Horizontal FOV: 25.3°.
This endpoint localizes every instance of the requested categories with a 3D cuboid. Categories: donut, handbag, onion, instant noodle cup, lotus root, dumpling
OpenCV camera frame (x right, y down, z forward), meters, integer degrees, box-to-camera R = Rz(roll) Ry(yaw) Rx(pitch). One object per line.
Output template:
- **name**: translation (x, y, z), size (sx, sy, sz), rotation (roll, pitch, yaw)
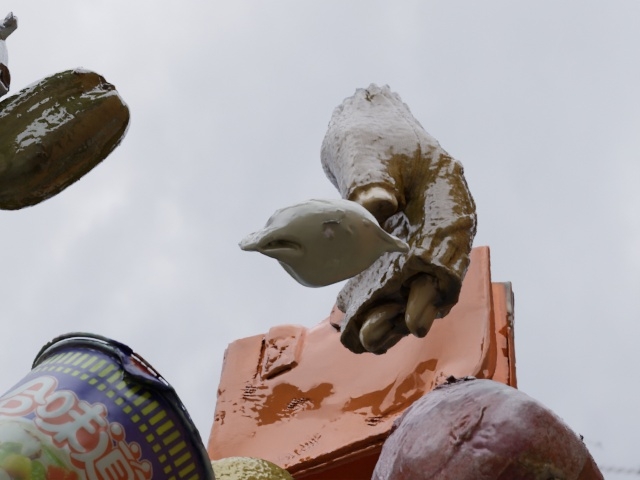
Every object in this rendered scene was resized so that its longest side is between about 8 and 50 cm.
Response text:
- **donut**: translation (-0.129, 0.311, 1.633), size (0.217, 0.085, 0.141), rotation (-26, -33, 8)
- **handbag**: translation (0.051, 0.186, 1.798), size (0.410, 0.304, 0.116), rotation (-23, -54, 22)
- **onion**: translation (0.093, 0.188, 0.927), size (0.195, 0.159, 0.159), rotation (-47, -39, -15)
- **instant noodle cup**: translation (-0.299, 0.280, 1.387), size (0.312, 0.284, 0.284), rotation (-33, -24, -45)
- **lotus root**: translation (-0.241, -0.078, 1.198), size (0.183, 0.090, 0.077), rotation (-41, -16, -29)
- **dumpling**: translation (-0.001, -0.001, 0.699), size (0.077, 0.059, 0.043), rotation (-22, -81, -7)

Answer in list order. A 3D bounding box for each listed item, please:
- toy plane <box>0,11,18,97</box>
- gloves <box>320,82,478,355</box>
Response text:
- **toy plane**: translation (-0.277, -0.135, 1.151), size (0.182, 0.273, 0.107), rotation (-40, -52, -7)
- **gloves**: translation (0.082, -0.027, 1.460), size (0.155, 0.356, 0.203), rotation (-7, -51, 5)
